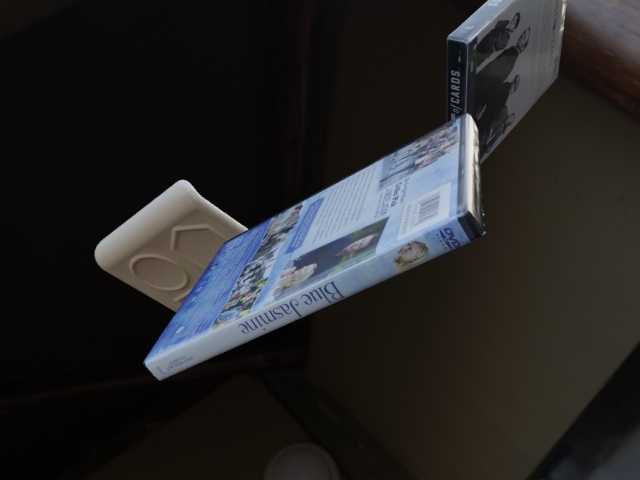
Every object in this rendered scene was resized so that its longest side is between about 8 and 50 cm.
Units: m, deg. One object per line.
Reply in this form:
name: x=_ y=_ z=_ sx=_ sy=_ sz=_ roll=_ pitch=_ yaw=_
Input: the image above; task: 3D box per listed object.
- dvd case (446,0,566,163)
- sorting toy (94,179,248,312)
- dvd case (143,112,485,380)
dvd case: x=0.215 y=-0.204 z=0.742 sx=0.239 sy=0.029 sz=0.179 roll=-46 pitch=-36 yaw=-30
sorting toy: x=-0.124 y=0.033 z=0.738 sx=0.193 sy=0.208 sz=0.038 roll=-29 pitch=32 yaw=38
dvd case: x=0.000 y=0.000 z=0.481 sx=0.253 sy=0.022 sz=0.180 roll=-27 pitch=19 yaw=24
